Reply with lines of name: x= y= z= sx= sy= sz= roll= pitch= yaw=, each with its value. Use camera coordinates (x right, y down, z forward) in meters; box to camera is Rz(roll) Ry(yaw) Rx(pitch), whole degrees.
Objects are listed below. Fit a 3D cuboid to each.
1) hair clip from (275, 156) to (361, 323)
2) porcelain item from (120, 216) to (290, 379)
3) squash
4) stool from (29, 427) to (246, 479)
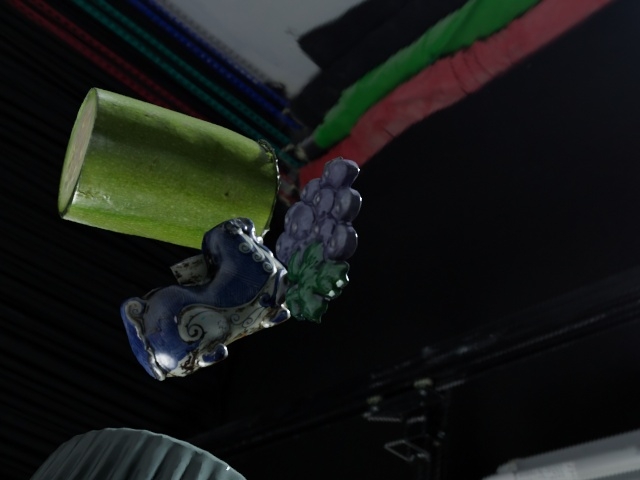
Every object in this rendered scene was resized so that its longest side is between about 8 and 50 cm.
hair clip: x=0.002 y=0.001 z=0.875 sx=0.124 sy=0.052 sz=0.195 roll=-18 pitch=-125 yaw=49
porcelain item: x=-0.171 y=0.084 z=1.207 sx=0.288 sy=0.186 sz=0.138 roll=-28 pitch=-177 yaw=-36
squash: x=-0.300 y=-0.127 z=1.572 sx=0.263 sy=0.384 sz=0.263 roll=-35 pitch=-132 yaw=51
stool: x=-0.193 y=0.357 z=0.647 sx=0.297 sy=0.297 sz=0.330 roll=-38 pitch=-163 yaw=30
